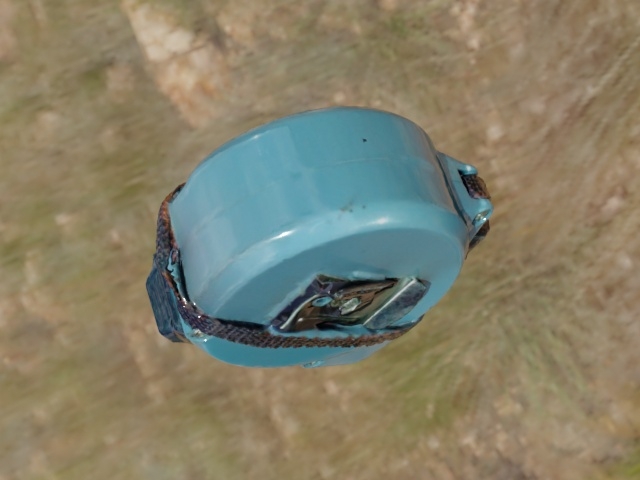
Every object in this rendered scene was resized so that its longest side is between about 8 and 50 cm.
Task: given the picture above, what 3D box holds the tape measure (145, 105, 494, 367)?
[{"bbox_3d":[0.000,0.000,0.609,0.125,0.146,0.081,-44,55,40],"label":"tape measure"}]
